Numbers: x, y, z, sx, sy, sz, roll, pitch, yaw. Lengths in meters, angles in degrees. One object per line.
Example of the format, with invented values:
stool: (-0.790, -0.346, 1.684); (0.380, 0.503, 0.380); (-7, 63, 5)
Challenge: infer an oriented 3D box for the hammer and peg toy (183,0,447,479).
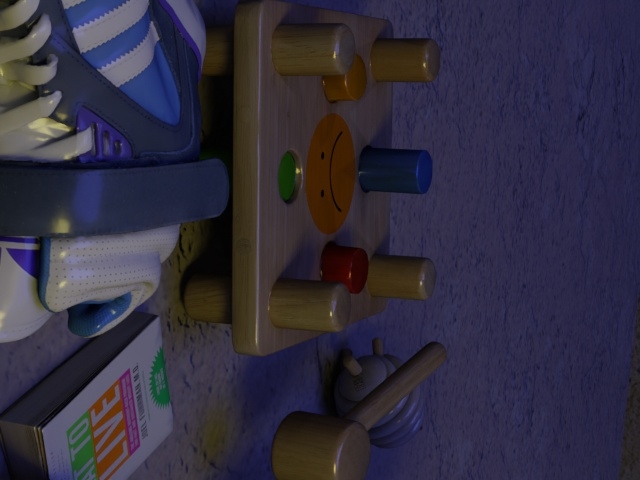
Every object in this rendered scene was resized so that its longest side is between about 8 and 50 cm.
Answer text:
hammer and peg toy: (0.000, 0.000, 1.005); (0.266, 0.127, 0.361); (-14, 106, -65)

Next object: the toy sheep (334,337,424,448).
toy sheep: (0.053, 0.144, 1.180); (0.132, 0.091, 0.091); (47, 51, -38)

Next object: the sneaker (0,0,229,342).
sneaker: (-0.160, -0.070, 0.665); (0.323, 0.130, 0.236); (50, 45, -62)

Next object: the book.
book: (-0.147, 0.122, 0.834); (0.144, 0.035, 0.096); (-46, 137, -54)
